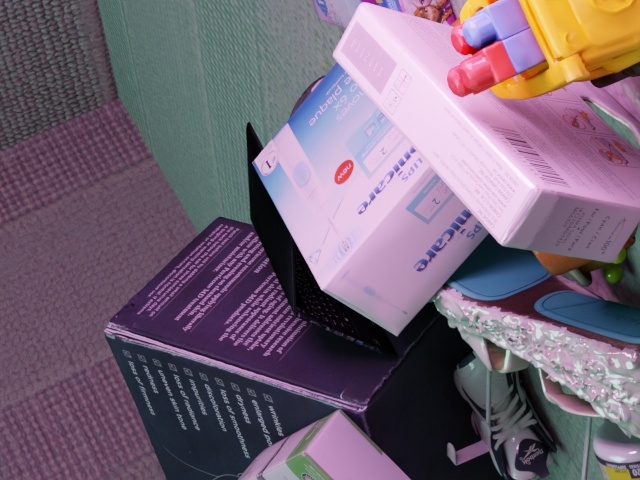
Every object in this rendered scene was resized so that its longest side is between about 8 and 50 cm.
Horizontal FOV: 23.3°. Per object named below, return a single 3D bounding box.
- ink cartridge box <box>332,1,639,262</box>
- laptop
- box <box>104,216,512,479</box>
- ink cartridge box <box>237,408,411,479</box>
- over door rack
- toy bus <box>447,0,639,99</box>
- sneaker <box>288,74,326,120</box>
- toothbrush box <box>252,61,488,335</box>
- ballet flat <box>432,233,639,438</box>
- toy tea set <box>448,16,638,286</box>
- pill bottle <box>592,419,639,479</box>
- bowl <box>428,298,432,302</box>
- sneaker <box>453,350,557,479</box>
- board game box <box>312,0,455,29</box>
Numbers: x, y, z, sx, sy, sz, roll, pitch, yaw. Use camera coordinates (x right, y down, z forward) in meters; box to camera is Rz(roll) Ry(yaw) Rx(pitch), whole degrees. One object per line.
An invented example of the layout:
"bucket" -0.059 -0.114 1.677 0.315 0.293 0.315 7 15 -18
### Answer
"ink cartridge box" 0.188 -0.093 1.385 0.296 0.261 0.066 53 124 41
"laptop" 0.000 0.000 2.034 0.264 0.136 0.234 25 -158 -30
"box" 0.000 0.269 2.324 0.471 0.297 0.480 16 137 36
"ink cartridge box" 0.002 0.332 2.060 0.160 0.092 0.219 46 145 -7
"over door rack" 0.274 0.199 1.852 0.239 0.108 0.324 51 141 47
"toy bus" 0.189 -0.180 1.293 0.149 0.211 0.220 63 169 -2
"sneaker" 0.054 -0.078 2.282 0.147 0.145 0.385 22 143 33
"toothbrush box" 0.067 -0.070 1.759 0.126 0.216 0.295 32 -163 -33
"ballet flat" 0.232 0.103 1.674 0.409 0.147 0.147 30 144 53
"toy tea set" 0.230 -0.110 1.573 0.336 0.124 0.200 60 -164 5
"pill bottle" 0.370 0.280 1.696 0.184 0.103 0.103 69 167 -18
"bowl" 0.104 -0.038 2.018 0.311 0.163 0.311 58 166 23
"sneaker" 0.260 0.246 2.098 0.153 0.094 0.235 53 163 36
"board game box" 0.026 -0.398 1.846 0.318 0.066 0.319 35 149 65
